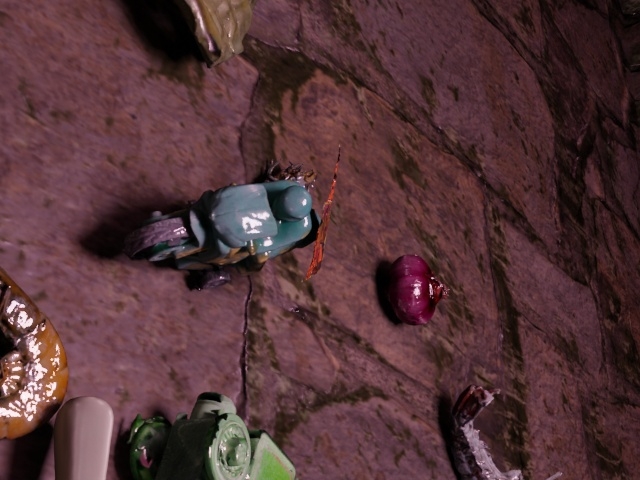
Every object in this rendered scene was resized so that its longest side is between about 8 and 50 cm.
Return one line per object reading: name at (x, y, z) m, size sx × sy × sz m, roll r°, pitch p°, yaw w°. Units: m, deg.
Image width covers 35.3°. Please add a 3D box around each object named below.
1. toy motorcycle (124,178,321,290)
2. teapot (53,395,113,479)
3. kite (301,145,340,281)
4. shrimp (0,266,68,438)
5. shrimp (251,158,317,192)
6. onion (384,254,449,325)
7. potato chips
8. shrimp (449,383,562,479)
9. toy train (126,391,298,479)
toy motorcycle at (-0.090, -0.020, 1.181) m, size 0.296 × 0.198 × 0.109 m, roll 9°, pitch 63°, yaw -71°
teapot at (-0.228, 0.304, 0.873) m, size 0.219 × 0.149 × 0.318 m, roll -13°, pitch 48°, yaw -37°
kite at (0.001, 0.000, 1.243) m, size 0.125 × 0.008 × 0.222 m, roll 96°, pitch 8°, yaw -52°
shrimp at (-0.320, 0.092, 0.932) m, size 0.217 × 0.051 × 0.150 m, roll 59°, pitch 43°, yaw -20°
shrimp at (-0.070, -0.062, 1.383) m, size 0.082 × 0.076 × 0.174 m, roll 34°, pitch 37°, yaw 13°
onion at (0.154, 0.079, 1.605) m, size 0.115 × 0.104 × 0.115 m, roll 0°, pitch 90°, yaw -72°
potato chips at (-0.185, -0.421, 1.321) m, size 0.389 × 0.097 × 0.373 m, roll 60°, pitch 29°, yaw -19°
shrimp at (0.322, 0.431, 1.671) m, size 0.411 × 0.166 × 0.221 m, roll 55°, pitch 20°, yaw -5°
toy train at (-0.123, 0.294, 1.068) m, size 0.188 × 0.132 × 0.243 m, roll 57°, pitch 35°, yaw -38°
